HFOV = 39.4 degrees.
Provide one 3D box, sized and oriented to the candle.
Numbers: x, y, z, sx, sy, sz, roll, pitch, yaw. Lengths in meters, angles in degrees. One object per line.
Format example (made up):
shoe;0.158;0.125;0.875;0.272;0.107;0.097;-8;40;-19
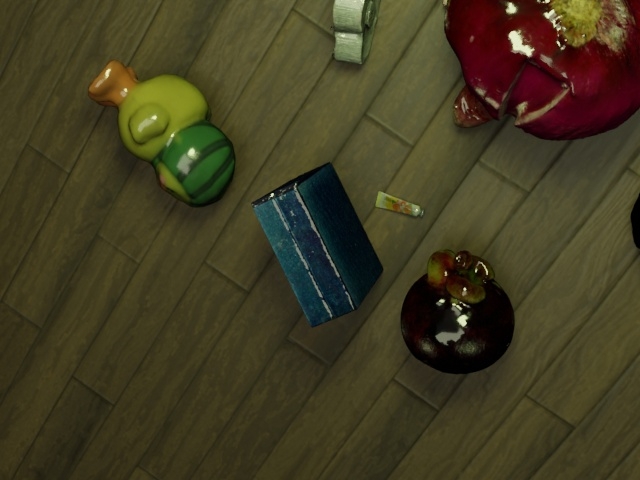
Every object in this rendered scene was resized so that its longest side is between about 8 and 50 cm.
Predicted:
candle;0.070;-0.441;1.713;0.068;0.192;0.168;13;62;9

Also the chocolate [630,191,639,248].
chocolate;0.713;-0.032;1.648;0.177;0.224;0.206;28;135;-19

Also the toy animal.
toy animal;-0.302;-0.224;1.823;0.191;0.216;0.338;-42;94;-8

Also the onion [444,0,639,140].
onion;0.382;-0.332;1.602;0.398;0.398;0.420;35;151;3

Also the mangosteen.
mangosteen;0.270;0.132;1.744;0.228;0.228;0.265;11;124;11

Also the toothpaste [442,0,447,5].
toothpaste;0.272;-0.530;1.691;0.037;0.043;0.178;18;106;8

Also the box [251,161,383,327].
box;0.000;0.000;1.757;0.116;0.279;0.261;-23;97;17

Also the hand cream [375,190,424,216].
hand cream;0.163;-0.071;1.838;0.102;0.022;0.035;18;114;13
